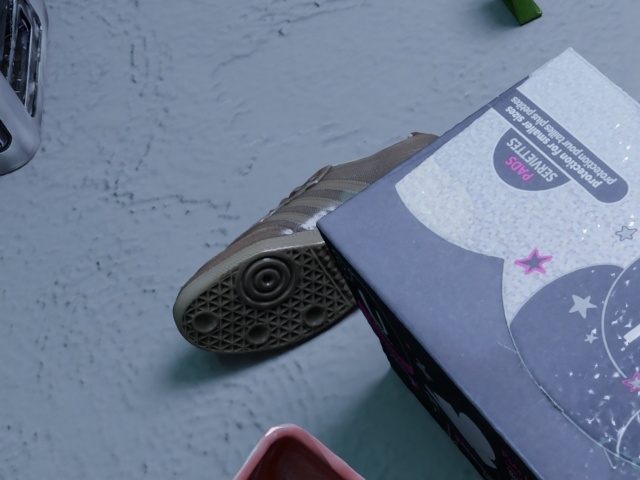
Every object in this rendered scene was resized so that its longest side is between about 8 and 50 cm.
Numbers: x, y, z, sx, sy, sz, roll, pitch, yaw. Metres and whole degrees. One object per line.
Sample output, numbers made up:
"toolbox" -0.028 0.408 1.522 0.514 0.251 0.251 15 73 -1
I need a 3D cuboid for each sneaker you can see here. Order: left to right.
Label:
"sneaker" 0.000 0.000 0.873 0.188 0.066 0.071 -26 32 -6

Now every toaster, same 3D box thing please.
"toaster" -0.262 -0.144 1.013 0.110 0.168 0.186 -12 52 10

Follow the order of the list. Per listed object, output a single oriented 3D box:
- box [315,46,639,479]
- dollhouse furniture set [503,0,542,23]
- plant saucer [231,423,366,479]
"box" 0.140 0.053 0.712 0.163 0.142 0.247 -35 50 -6
"dollhouse furniture set" 0.175 -0.197 0.945 0.151 0.059 0.076 -26 49 1
"plant saucer" 0.000 0.247 0.589 0.259 0.258 0.047 -54 15 -21
